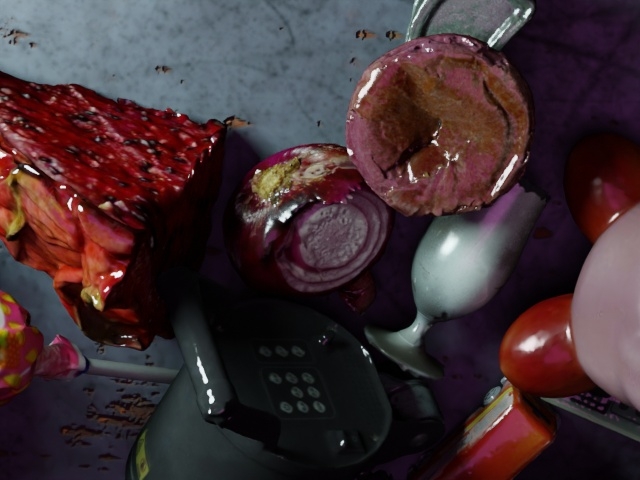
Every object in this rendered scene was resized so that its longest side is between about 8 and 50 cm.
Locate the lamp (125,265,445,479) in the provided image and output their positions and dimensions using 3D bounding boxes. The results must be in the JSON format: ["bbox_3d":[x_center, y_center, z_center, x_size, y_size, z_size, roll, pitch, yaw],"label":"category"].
[{"bbox_3d":[-0.075,0.201,1.916,0.272,0.205,0.374,-42,142,25],"label":"lamp"}]

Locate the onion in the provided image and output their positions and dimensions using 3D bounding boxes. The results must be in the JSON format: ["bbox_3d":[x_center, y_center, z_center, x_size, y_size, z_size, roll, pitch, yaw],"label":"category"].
[{"bbox_3d":[-0.006,-0.010,1.941,0.173,0.135,0.198,-30,138,1],"label":"onion"}]

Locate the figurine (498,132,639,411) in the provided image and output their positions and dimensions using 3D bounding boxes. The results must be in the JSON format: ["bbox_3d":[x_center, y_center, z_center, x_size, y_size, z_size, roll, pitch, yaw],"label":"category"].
[{"bbox_3d":[0.350,0.060,1.881,0.211,0.261,0.270,15,94,-36],"label":"figurine"}]

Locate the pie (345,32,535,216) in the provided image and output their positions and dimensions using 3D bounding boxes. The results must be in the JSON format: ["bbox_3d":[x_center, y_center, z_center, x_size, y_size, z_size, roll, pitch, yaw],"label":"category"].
[{"bbox_3d":[0.111,-0.106,1.826,0.182,0.049,0.182,1,111,3],"label":"pie"}]

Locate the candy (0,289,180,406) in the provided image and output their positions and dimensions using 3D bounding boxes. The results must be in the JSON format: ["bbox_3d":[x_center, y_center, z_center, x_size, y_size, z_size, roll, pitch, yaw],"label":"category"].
[{"bbox_3d":[-0.244,0.116,1.896,0.124,0.365,0.124,-7,78,37],"label":"candy"}]

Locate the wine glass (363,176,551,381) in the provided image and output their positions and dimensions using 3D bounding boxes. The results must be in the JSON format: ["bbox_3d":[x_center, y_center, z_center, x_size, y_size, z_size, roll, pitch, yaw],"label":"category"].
[{"bbox_3d":[0.138,0.028,1.949,0.103,0.103,0.222,31,103,-6],"label":"wine glass"}]

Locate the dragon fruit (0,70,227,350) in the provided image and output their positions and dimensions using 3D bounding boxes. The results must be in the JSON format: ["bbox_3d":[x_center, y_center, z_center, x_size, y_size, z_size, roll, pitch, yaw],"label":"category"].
[{"bbox_3d":[-0.252,-0.003,1.848,0.286,0.329,0.228,17,112,-3],"label":"dragon fruit"}]

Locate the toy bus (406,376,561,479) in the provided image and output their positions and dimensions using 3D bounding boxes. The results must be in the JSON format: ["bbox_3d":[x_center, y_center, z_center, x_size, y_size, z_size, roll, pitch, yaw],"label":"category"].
[{"bbox_3d":[0.164,0.225,2.013,0.079,0.077,0.174,44,103,-9],"label":"toy bus"}]

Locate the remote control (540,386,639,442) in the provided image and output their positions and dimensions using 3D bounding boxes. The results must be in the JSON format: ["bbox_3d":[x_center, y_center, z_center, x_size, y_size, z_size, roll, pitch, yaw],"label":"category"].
[{"bbox_3d":[0.369,0.161,2.005,0.285,0.038,0.123,26,105,-5],"label":"remote control"}]

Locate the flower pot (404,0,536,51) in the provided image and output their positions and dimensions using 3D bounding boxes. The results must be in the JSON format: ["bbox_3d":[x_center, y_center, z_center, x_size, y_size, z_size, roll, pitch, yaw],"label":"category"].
[{"bbox_3d":[0.118,-0.166,1.890,0.103,0.108,0.229,27,105,-4],"label":"flower pot"}]
